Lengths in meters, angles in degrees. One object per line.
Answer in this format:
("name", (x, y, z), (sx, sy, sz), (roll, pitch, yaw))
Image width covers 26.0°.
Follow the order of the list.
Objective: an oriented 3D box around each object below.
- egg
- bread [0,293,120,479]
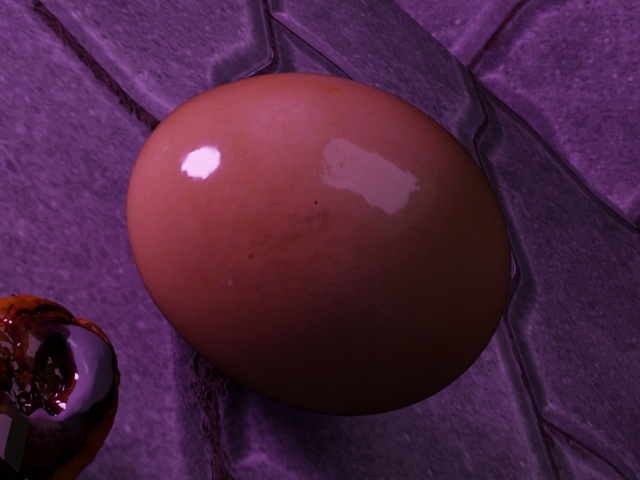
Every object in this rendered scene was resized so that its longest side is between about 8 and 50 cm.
("egg", (0.000, 0.000, 1.271), (0.374, 0.301, 0.301), (33, 28, -25))
("bread", (-0.221, 0.135, 0.957), (0.139, 0.095, 0.269), (39, 39, -16))
